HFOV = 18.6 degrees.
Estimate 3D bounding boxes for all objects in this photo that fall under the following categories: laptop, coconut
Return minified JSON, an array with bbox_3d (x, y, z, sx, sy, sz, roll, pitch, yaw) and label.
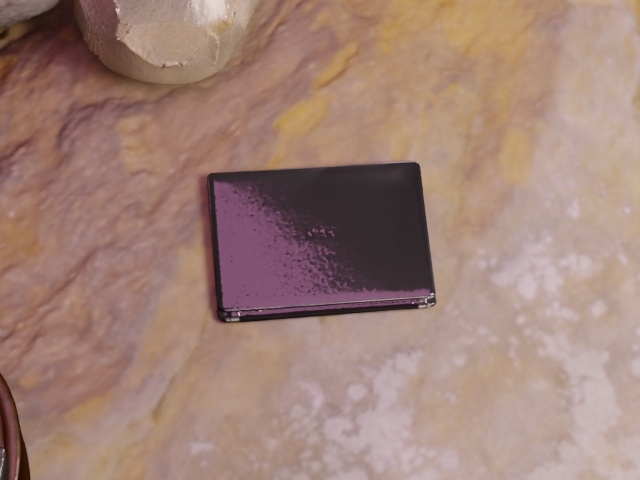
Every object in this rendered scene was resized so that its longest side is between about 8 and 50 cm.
[{"bbox_3d":[0.000,0.000,1.600,0.180,0.016,0.129,-3,72,-8],"label":"laptop"},{"bbox_3d":[-0.124,-0.212,1.580,0.161,0.162,0.161,2,71,-5],"label":"coconut"}]

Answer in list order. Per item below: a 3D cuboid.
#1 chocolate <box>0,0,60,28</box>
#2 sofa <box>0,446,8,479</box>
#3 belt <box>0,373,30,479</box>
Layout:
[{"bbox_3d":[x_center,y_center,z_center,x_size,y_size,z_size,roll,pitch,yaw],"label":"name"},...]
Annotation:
[{"bbox_3d":[-0.361,-0.213,1.590,0.303,0.100,0.185,-17,64,-14],"label":"chocolate"},{"bbox_3d":[-0.297,0.179,1.363,0.147,0.060,0.085,9,69,0],"label":"sofa"},{"bbox_3d":[-0.335,0.237,1.435,0.217,0.122,0.339,20,69,3],"label":"belt"}]
